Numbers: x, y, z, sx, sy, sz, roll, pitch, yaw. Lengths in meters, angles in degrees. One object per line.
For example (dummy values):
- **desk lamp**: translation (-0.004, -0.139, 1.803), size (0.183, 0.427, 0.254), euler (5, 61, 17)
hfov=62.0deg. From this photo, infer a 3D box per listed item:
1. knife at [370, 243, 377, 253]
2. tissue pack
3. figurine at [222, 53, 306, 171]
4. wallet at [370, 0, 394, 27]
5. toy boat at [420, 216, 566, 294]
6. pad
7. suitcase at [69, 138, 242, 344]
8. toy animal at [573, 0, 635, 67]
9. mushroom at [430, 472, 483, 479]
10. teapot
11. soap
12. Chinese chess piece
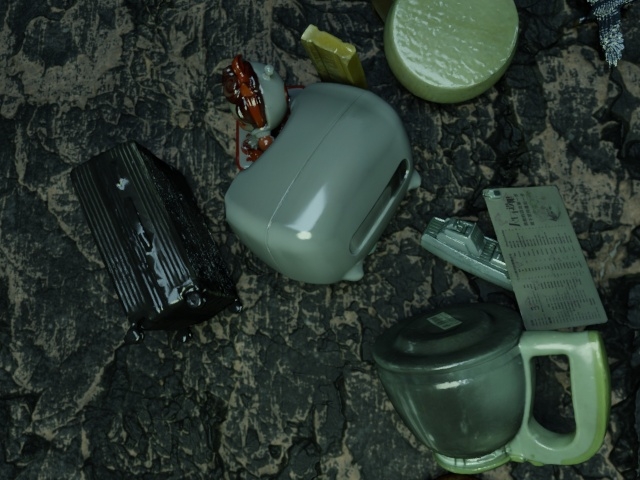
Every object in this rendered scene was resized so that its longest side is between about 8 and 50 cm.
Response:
- **knife**: translation (0.000, 0.000, 1.033), size (0.221, 0.031, 0.064), euler (5, 67, 14)
- **tissue pack**: translation (0.017, -0.093, 0.926), size (0.235, 0.229, 0.333), euler (26, 73, 25)
- **figurine**: translation (-0.115, -0.252, 1.000), size (0.160, 0.226, 0.184), euler (-4, 79, 8)
- **wallet**: translation (0.209, -0.502, 1.090), size (0.198, 0.031, 0.110), euler (-30, 76, 3)
- **toy boat**: translation (0.306, 0.029, 0.941), size (0.260, 0.085, 0.078), euler (26, 52, 13)
- **pad**: translation (0.386, 0.022, 0.919), size (0.159, 0.009, 0.265), euler (-5, 68, -15)
- **suitcase**: translation (-0.300, 0.008, 0.981), size (0.152, 0.229, 0.335), euler (-29, 76, 3)
- **toy animal**: translation (0.534, -0.434, 1.004), size (0.107, 0.062, 0.220), euler (-17, 83, 6)
- **mushroom**: translation (0.179, 0.461, 0.816), size (0.226, 0.217, 0.148), euler (-30, 75, 3)
- **teapot**: translation (0.265, 0.230, 0.849), size (0.321, 0.239, 0.240), euler (-17, 100, 9)
- **soap**: translation (0.036, -0.303, 0.970), size (0.092, 0.252, 0.037), euler (30, 90, 13)
- **Chinese chess piece**: translation (0.244, -0.386, 1.007), size (0.250, 0.101, 0.251), euler (0, 87, 4)
